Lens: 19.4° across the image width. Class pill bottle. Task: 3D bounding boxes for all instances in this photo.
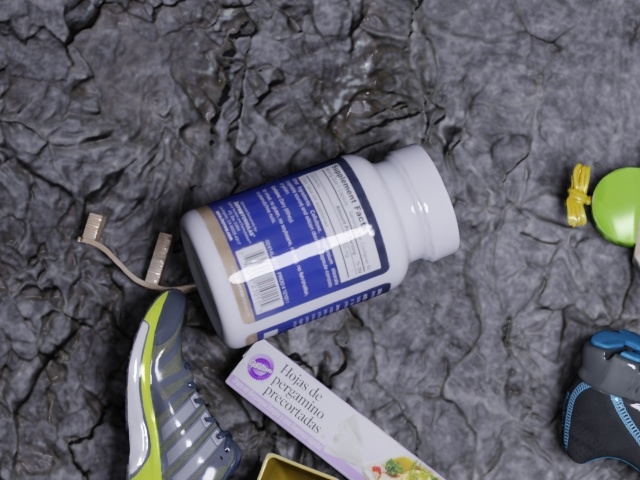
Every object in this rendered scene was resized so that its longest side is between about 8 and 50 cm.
[{"bbox_3d":[0.000,0.000,1.944,0.265,0.153,0.153,-20,77,-10],"label":"pill bottle"}]

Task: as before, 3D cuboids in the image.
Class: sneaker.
[{"bbox_3d":[-0.143,0.199,1.962,0.121,0.111,0.299,0,84,-5],"label":"sneaker"},{"bbox_3d":[0.412,0.207,1.909,0.341,0.125,0.139,21,109,6],"label":"sneaker"}]

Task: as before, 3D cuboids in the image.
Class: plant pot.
[{"bbox_3d":[-0.028,0.274,1.935,0.081,0.083,0.081,20,80,9],"label":"plant pot"}]

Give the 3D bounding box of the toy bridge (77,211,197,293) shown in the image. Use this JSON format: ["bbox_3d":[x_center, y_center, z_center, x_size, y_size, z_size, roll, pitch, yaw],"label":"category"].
[{"bbox_3d":[-0.175,0.023,2.029,0.188,0.026,0.063,15,82,7],"label":"toy bridge"}]

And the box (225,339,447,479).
[{"bbox_3d":[0.047,0.223,1.948,0.324,0.067,0.063,37,83,12],"label":"box"}]

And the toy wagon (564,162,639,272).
[{"bbox_3d":[0.429,-0.024,1.962,0.344,0.068,0.267,8,79,7],"label":"toy wagon"}]
